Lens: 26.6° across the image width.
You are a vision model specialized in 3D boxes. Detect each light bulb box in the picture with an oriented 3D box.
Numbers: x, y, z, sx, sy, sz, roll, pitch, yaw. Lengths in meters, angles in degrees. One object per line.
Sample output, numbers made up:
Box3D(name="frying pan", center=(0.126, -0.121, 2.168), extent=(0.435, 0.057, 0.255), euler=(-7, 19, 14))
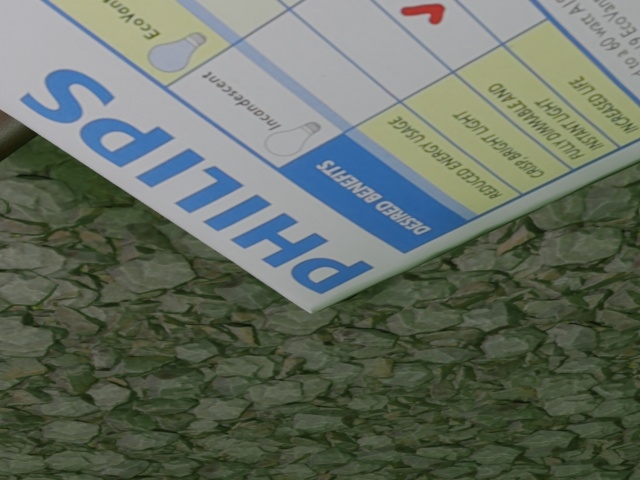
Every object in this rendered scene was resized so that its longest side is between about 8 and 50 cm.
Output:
Box3D(name="light bulb box", center=(0.022, -0.200, 0.417), extent=(0.361, 0.225, 0.358), euler=(-26, 135, 32))

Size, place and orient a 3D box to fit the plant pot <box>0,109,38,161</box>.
Box3D(name="plant pot", center=(-0.251, -0.096, 0.837), extent=(0.165, 0.167, 0.167), euler=(-27, 145, 19))

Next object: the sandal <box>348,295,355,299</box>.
Box3D(name="sandal", center=(0.001, 0.000, 1.143), extent=(0.097, 0.054, 0.254), euler=(-9, 151, 6))
